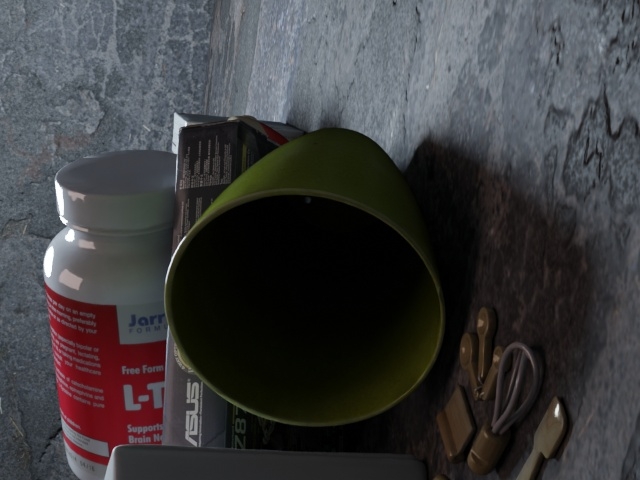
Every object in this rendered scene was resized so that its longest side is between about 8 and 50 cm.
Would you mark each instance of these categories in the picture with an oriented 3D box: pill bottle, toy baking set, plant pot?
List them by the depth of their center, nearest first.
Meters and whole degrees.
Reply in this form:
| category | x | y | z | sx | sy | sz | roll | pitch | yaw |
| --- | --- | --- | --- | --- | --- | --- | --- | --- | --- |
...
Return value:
| category | x | y | z | sx | sy | sz | roll | pitch | yaw |
| --- | --- | --- | --- | --- | --- | --- | --- | --- | --- |
| toy baking set | 0.142 | 0.167 | 1.049 | 0.256 | 0.030 | 0.196 | -132 | 47 | -73 |
| plant pot | 0.000 | 0.000 | 1.293 | 0.293 | 0.275 | 0.274 | -77 | -1 | -59 |
| pill bottle | -0.231 | 0.102 | 1.547 | 0.229 | 0.229 | 0.407 | -115 | 21 | -65 |

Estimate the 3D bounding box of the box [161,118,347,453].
| category | x | y | z | sx | sy | sz | roll | pitch | yaw |
| --- | --- | --- | --- | --- | --- | --- | --- | --- | --- |
| box | -0.065 | 0.086 | 1.486 | 0.318 | 0.097 | 0.395 | 27 | -119 | -63 |

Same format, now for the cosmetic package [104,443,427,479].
| category | x | y | z | sx | sy | sz | roll | pitch | yaw |
| --- | --- | --- | --- | --- | --- | --- | --- | --- | --- |
| cosmetic package | -0.078 | 0.451 | 1.277 | 0.329 | 0.327 | 0.393 | 119 | 153 | -63 |

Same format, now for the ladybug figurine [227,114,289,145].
| category | x | y | z | sx | sy | sz | roll | pitch | yaw |
| --- | --- | --- | --- | --- | --- | --- | --- | --- | --- |
| ladybug figurine | -0.091 | 0.022 | 1.809 | 0.305 | 0.162 | 0.449 | 135 | 137 | -70 |

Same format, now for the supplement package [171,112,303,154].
| category | x | y | z | sx | sy | sz | roll | pitch | yaw |
| --- | --- | --- | --- | --- | --- | --- | --- | --- | --- |
| supplement package | -0.153 | -0.073 | 2.055 | 0.198 | 0.199 | 0.262 | -141 | 56 | -74 |
